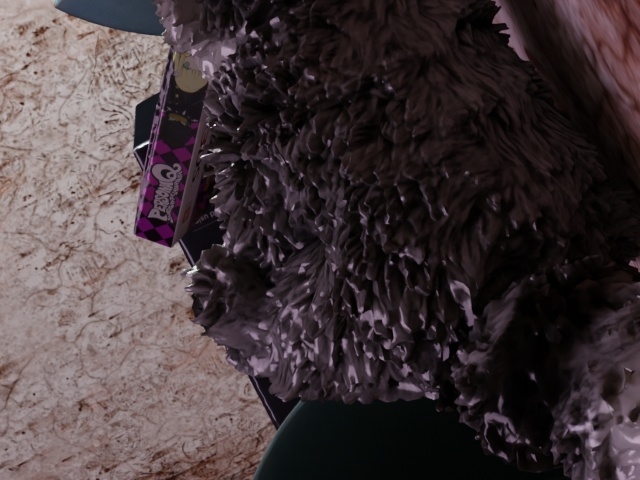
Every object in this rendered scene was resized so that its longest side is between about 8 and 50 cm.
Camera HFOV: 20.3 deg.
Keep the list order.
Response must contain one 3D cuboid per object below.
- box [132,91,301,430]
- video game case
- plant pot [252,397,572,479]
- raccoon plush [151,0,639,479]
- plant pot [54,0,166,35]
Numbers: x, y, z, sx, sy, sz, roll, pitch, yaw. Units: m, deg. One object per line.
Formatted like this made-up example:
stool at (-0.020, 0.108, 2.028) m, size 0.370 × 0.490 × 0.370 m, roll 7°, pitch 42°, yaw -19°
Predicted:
box at (0.000, 0.000, 2.193) m, size 0.472 × 0.297 × 0.480 m, roll 62°, pitch 180°, yaw -11°
video game case at (-0.079, -0.130, 1.481) m, size 0.232 × 0.041 × 0.210 m, roll -52°, pitch -20°, yaw -63°
plant pot at (0.128, 0.220, 1.156) m, size 0.235 × 0.293 × 0.293 m, roll 33°, pitch -154°, yaw -59°
raccoon plush at (0.071, -0.085, 0.866) m, size 0.446 × 0.216 × 0.299 m, roll 10°, pitch 117°, yaw 53°
plant pot at (-0.125, -0.328, 1.868) m, size 0.195 × 0.290 × 0.290 m, roll 26°, pitch -170°, yaw -14°
